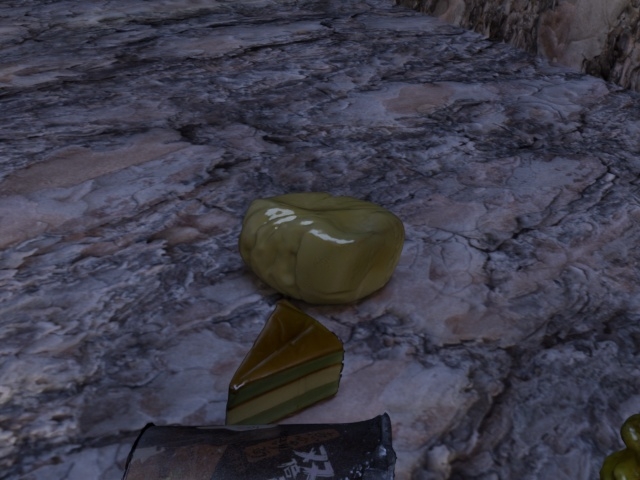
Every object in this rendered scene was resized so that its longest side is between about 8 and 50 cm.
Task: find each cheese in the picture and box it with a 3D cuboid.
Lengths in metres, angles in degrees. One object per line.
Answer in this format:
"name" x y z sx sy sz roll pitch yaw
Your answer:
"cheese" 0.000 0.000 1.218 0.214 0.117 0.226 23 27 29

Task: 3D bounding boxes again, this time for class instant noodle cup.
"instant noodle cup" -0.048 0.240 0.689 0.207 0.217 0.217 3 29 3

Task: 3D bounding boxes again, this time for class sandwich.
"sandwich" -0.070 0.144 0.973 0.163 0.079 0.113 -18 37 -37

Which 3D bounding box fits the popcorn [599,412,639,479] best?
"popcorn" 0.379 0.245 0.837 0.197 0.155 0.197 7 26 -3
